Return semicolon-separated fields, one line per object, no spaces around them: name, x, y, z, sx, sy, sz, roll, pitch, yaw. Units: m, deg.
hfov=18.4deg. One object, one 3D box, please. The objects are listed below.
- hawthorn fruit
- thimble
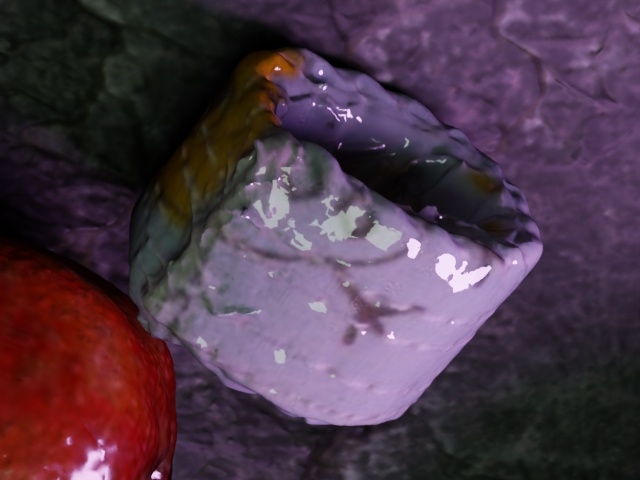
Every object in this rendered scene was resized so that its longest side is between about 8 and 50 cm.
hawthorn fruit;-0.176;0.069;0.829;0.251;0.189;0.189;32;118;-15
thimble;0.002;0.002;0.832;0.151;0.127;0.118;28;119;-19
